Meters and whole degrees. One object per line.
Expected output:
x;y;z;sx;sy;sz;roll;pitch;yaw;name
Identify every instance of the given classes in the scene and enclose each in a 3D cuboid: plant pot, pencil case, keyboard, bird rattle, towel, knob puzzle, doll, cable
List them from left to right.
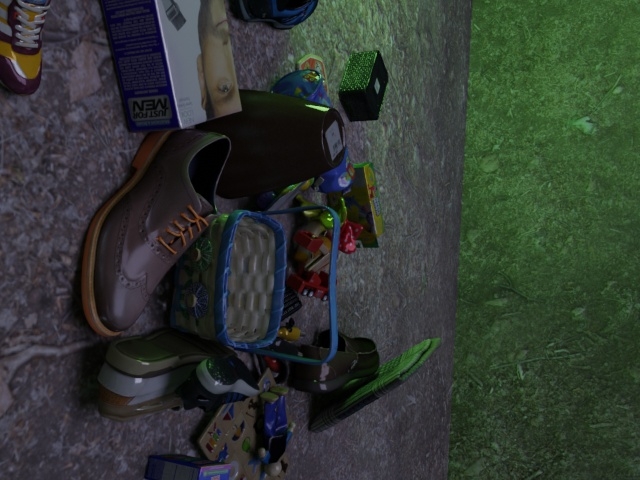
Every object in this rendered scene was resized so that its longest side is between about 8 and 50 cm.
-0.133;0.216;1.255;0.287;0.072;0.139;38;74;-45;cable
-0.094;0.406;1.244;0.129;0.046;0.189;-13;107;-59;doll
-0.077;-0.186;1.113;0.215;0.230;0.215;1;90;-65;plant pot
-0.080;0.145;1.286;0.108;0.023;0.180;63;18;2;keyboard
-0.013;-0.239;1.375;0.133;0.119;0.306;-58;142;-30;pencil case
-0.010;-0.376;1.475;0.213;0.030;0.213;1;90;-64;knob puzzle
0.000;0.000;1.466;0.253;0.143;0.207;69;43;-63;bird rattle
0.151;0.371;1.576;0.056;0.312;0.324;56;28;10;towel

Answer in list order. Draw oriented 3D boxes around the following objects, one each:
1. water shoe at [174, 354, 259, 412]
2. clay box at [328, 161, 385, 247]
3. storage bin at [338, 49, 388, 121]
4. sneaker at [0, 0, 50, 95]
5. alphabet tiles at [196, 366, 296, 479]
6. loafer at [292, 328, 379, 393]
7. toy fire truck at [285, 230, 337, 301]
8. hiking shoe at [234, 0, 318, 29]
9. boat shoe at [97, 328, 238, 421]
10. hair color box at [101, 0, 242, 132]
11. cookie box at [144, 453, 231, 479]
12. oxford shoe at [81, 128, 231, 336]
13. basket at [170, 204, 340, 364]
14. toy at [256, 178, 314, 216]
-0.163;0.227;0.935;0.073;0.080;0.203;54;1;22;water shoe
0.093;-0.090;1.567;0.053;0.127;0.222;-34;117;-48;clay box
0.127;-0.441;1.696;0.122;0.084;0.180;57;41;-50;storage bin
-0.355;-0.266;0.696;0.069;0.084;0.185;-36;123;-59;sneaker
-0.146;0.440;1.216;0.285;0.011;0.342;-56;142;-41;alphabet tiles
0.056;0.290;1.526;0.366;0.134;0.130;-5;96;-64;loafer
-0.012;0.061;1.347;0.192;0.047;0.135;23;98;-55;toy fire truck
-0.058;-0.506;1.249;0.304;0.132;0.113;-43;129;-56;hiking shoe
-0.243;0.211;0.949;0.302;0.113;0.103;17;97;-66;boat shoe
-0.235;-0.353;0.920;0.185;0.110;0.338;-41;129;-58;hair color box
-0.219;0.385;0.987;0.092;0.107;0.040;35;60;-60;cookie box
-0.240;-0.028;0.892;0.130;0.133;0.363;53;45;-53;oxford shoe
-0.105;0.073;0.997;0.201;0.289;0.254;18;72;-69;basket
-0.087;-0.104;1.266;0.056;0.137;0.237;47;35;2;toy
